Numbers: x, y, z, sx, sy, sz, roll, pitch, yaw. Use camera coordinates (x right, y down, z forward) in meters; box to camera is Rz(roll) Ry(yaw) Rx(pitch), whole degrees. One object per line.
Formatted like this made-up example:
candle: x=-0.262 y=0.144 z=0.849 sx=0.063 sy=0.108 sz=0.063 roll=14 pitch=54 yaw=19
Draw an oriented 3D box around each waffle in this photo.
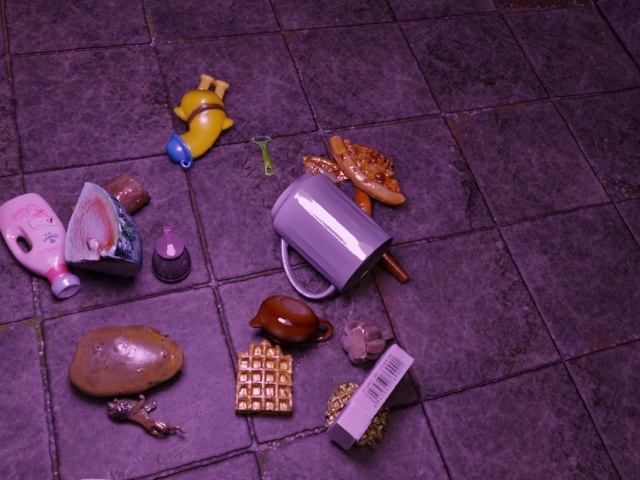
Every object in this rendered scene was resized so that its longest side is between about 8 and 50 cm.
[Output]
waffle: x=0.103 y=0.490 z=1.765 sx=0.183 sy=0.036 sz=0.169 roll=23 pitch=58 yaw=4
waffle: x=-0.155 y=0.379 z=1.767 sx=0.160 sy=0.055 sz=0.211 roll=5 pitch=59 yaw=-8

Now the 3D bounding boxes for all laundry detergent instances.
laundry detergent: x=-0.806 y=0.019 z=1.822 sx=0.159 sy=0.088 sz=0.335 roll=-30 pitch=71 yaw=-20

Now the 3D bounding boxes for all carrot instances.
carrot: x=0.143 y=-0.170 z=2.134 sx=0.061 sy=0.061 sz=0.257 roll=6 pitch=58 yaw=-8
carrot: x=0.220 y=0.069 z=2.020 sx=0.055 sy=0.055 sz=0.161 roll=-35 pitch=80 yaw=-26

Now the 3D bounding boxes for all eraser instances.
eraser: x=0.137 y=0.424 z=1.715 sx=0.086 sy=0.130 sz=0.287 roll=38 pitch=59 yaw=10

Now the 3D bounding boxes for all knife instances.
knife: x=-0.193 y=-0.293 z=2.157 sx=0.078 sy=0.022 sz=0.166 roll=-10 pitch=63 yaw=-11

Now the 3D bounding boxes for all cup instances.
cup: x=0.000 y=0.000 z=1.931 sx=0.327 sy=0.237 sz=0.323 roll=42 pitch=92 yaw=12

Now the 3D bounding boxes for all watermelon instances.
watermelon: x=-0.614 y=-0.019 z=1.724 sx=0.213 sy=0.320 sz=0.290 roll=-22 pitch=93 yaw=-12

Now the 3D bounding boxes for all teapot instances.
teapot: x=-0.435 y=0.033 z=1.853 sx=0.116 sy=0.146 sz=0.148 roll=17 pitch=59 yaw=-1
teapot: x=-0.083 y=0.248 z=1.825 sx=0.252 sy=0.135 sz=0.178 roll=18 pitch=23 yaw=-23

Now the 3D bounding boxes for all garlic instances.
garlic: x=0.143 y=0.287 z=1.856 sx=0.194 sy=0.127 sz=0.131 roll=-14 pitch=82 yaw=-46

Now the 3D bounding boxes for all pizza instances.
pizza: x=0.176 y=-0.250 z=2.137 sx=0.335 sy=0.086 sz=0.226 roll=44 pitch=44 yaw=14
pizza: x=-0.007 y=-0.218 z=2.142 sx=0.184 sy=0.036 sz=0.176 roll=32 pitch=60 yaw=8

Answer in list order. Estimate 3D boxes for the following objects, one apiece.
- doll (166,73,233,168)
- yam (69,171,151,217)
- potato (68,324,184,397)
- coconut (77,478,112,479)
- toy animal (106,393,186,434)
doll: x=-0.399 y=-0.396 z=2.107 sx=0.199 sy=0.145 sz=0.363 roll=17 pitch=66 yaw=-7
yam: x=-0.634 y=-0.106 z=1.902 sx=0.129 sy=0.128 sz=0.238 roll=42 pitch=62 yaw=14
potato: x=-0.516 y=0.318 z=1.683 sx=0.296 sy=0.141 sz=0.192 roll=-1 pitch=64 yaw=-15
coconut: x=-0.527 y=0.665 z=1.430 sx=0.237 sy=0.266 sz=0.237 roll=-1 pitch=98 yaw=-9
toy animal: x=-0.453 y=0.459 z=1.660 sx=0.219 sy=0.069 sz=0.086 roll=20 pitch=81 yaw=6
